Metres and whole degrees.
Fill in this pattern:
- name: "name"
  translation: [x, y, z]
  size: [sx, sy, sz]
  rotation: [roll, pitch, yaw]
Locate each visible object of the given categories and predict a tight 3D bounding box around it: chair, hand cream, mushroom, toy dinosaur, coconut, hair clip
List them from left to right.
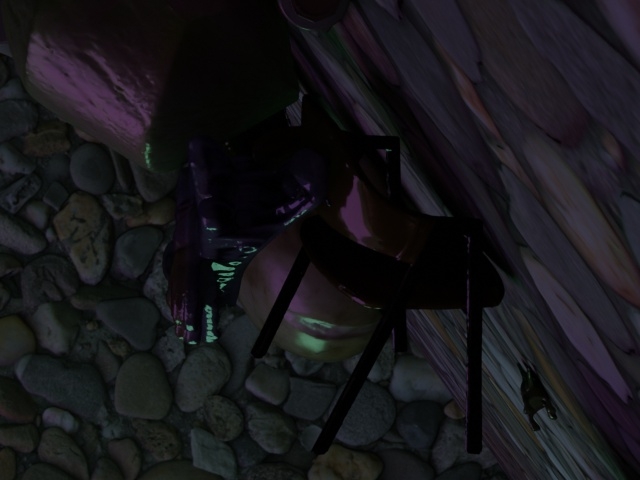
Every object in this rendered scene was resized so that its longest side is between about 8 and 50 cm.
- name: "coconut"
  translation: [-0.120, -0.162, 1.148]
  size: [0.236, 0.204, 0.236]
  rotation: [26, -178, -1]
- name: "hair clip"
  translation: [-0.078, -0.007, 1.118]
  size: [0.278, 0.090, 0.137]
  rotation: [130, 139, -60]
- name: "hand cream"
  translation: [-0.006, -0.158, 0.954]
  size: [0.067, 0.043, 0.210]
  rotation: [57, -176, -11]
- name: "mushroom"
  translation: [0.000, 0.000, 1.490]
  size: [0.255, 0.184, 0.255]
  rotation: [1, 91, 63]
- name: "chair"
  translation: [0.047, 0.019, 1.125]
  size: [0.159, 0.172, 0.247]
  rotation: [-127, 45, -56]
- name: "toy dinosaur"
  translation: [0.198, 0.139, 1.424]
  size: [0.060, 0.029, 0.120]
  rotation: [68, -174, 33]

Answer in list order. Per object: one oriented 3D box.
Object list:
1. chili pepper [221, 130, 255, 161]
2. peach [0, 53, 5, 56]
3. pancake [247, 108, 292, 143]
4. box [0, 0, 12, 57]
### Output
- name: "chili pepper"
  translation: [-0.127, -0.211, 1.459]
  size: [0.085, 0.076, 0.359]
  rotation: [-41, 62, 57]
- name: "peach"
  translation: [-0.350, -0.356, 1.628]
  size: [0.343, 0.343, 0.302]
  rotation: [59, -163, -72]
- name: "pancake"
  translation: [-0.078, -0.157, 1.647]
  size: [0.253, 0.037, 0.253]
  rotation: [54, -157, -37]
- name: "box"
  translation: [-0.166, -0.200, 1.308]
  size: [0.067, 0.149, 0.233]
  rotation: [-2, 162, 45]
